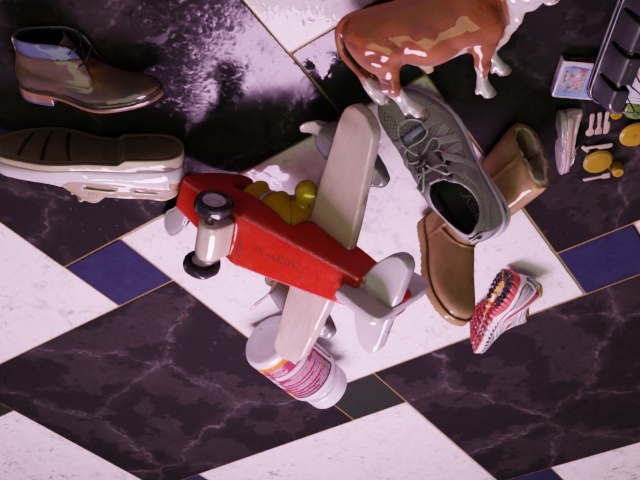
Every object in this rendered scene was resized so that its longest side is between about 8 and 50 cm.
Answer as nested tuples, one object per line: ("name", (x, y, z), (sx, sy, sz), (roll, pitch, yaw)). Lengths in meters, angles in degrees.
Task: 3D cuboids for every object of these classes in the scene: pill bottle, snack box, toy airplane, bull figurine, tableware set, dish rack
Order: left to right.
("pill bottle", (-0.046, 0.261, 1.738), (0.121, 0.121, 0.221), (-25, 132, 25))
("toy airplane", (0.000, 0.000, 1.339), (0.386, 0.272, 0.384), (-20, 110, 30))
("bull figurine", (0.180, -0.284, 1.148), (0.310, 0.101, 0.188), (-10, 128, 14))
("snack box", (0.444, -0.242, 1.255), (0.178, 0.022, 0.064), (4, 134, -4))
("tableware set", (0.478, -0.163, 1.346), (0.104, 0.024, 0.154), (-9, 136, 5))
("dish rack", (0.542, -0.266, 1.180), (0.271, 0.074, 0.208), (3, 130, -8))

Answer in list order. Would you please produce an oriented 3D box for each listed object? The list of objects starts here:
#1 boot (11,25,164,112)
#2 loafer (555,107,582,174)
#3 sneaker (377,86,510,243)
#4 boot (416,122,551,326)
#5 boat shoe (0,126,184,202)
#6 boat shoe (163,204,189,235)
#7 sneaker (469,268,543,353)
("boot", (-0.343, -0.251, 1.208), (0.219, 0.082, 0.106), (2, 140, 1))
("loafer", (0.402, -0.159, 1.336), (0.039, 0.045, 0.125), (-12, 134, 3))
("sneaker", (0.182, -0.117, 1.249), (0.105, 0.115, 0.281), (-42, 83, 29))
("boot", (0.267, -0.022, 1.348), (0.089, 0.236, 0.269), (9, 143, -32))
("boat shoe", (-0.373, -0.111, 1.338), (0.302, 0.113, 0.103), (4, 132, -5))
("boat shoe", (-0.237, -0.054, 1.455), (0.046, 0.038, 0.125), (48, 132, 13))
("sneaker", (0.364, 0.153, 1.644), (0.092, 0.088, 0.225), (11, 137, -14))
